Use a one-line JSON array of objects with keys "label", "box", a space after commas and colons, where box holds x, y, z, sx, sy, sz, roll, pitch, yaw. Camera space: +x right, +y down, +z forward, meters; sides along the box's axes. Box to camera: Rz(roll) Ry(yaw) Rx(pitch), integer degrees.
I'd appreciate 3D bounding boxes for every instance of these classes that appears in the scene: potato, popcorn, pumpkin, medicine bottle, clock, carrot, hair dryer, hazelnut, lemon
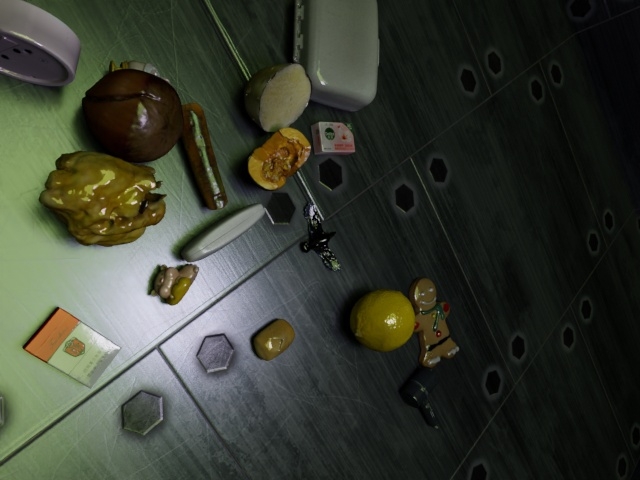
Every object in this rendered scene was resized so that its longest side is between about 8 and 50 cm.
[{"label": "potato", "box": [-0.127, -0.389, 1.244, 0.202, 0.117, 0.182, -43, 151, -30]}, {"label": "popcorn", "box": [-0.434, -0.078, 0.958, 0.254, 0.191, 0.190, 8, 95, -43]}, {"label": "pumpkin", "box": [-0.119, -0.202, 1.237, 0.183, 0.108, 0.119, -44, 104, -21]}, {"label": "medicine bottle", "box": [0.052, -0.578, 1.378, 0.282, 0.123, 0.375, 5, 82, -36]}, {"label": "clock", "box": [-0.558, -0.367, 0.885, 0.197, 0.197, 0.068, 15, 77, -34]}, {"label": "carrot", "box": [-0.283, -0.199, 1.147, 0.070, 0.070, 0.260, -22, 100, -34]}, {"label": "hair dryer", "box": [0.346, 0.524, 1.534, 0.124, 0.071, 0.219, -37, 113, -29]}, {"label": "hazelnut", "box": [-0.403, -0.267, 1.004, 0.208, 0.208, 0.208, 3, 84, -35]}, {"label": "lemon", "box": [0.176, 0.231, 1.367, 0.203, 0.178, 0.178, -22, 99, -36]}]

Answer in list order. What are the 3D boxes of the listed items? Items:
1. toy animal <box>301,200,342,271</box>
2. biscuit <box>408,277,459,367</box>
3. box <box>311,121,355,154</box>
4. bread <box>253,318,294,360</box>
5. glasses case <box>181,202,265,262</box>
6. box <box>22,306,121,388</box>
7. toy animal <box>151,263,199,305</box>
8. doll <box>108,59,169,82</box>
[{"label": "toy animal", "box": [0.000, 0.000, 1.342, 0.108, 0.062, 0.220, -39, 108, -50]}, {"label": "biscuit", "box": [0.368, 0.269, 1.579, 0.197, 0.049, 0.301, -18, 95, -37]}, {"label": "box", "box": [0.038, -0.298, 1.393, 0.125, 0.043, 0.089, -9, 91, -36]}, {"label": "bread", "box": [-0.115, 0.258, 1.231, 0.115, 0.056, 0.082, -28, 103, -33]}, {"label": "glasses case", "box": [-0.232, -0.021, 1.151, 0.233, 0.092, 0.059, -37, 102, -30]}, {"label": "box", "box": [-0.503, 0.219, 0.970, 0.152, 0.048, 0.100, 43, 62, -22]}, {"label": "toy animal", "box": [-0.332, 0.087, 1.079, 0.082, 0.091, 0.114, 36, 68, -12]}, {"label": "doll", "box": [-0.408, -0.375, 1.074, 0.127, 0.073, 0.084, 2, 53, -33]}]
